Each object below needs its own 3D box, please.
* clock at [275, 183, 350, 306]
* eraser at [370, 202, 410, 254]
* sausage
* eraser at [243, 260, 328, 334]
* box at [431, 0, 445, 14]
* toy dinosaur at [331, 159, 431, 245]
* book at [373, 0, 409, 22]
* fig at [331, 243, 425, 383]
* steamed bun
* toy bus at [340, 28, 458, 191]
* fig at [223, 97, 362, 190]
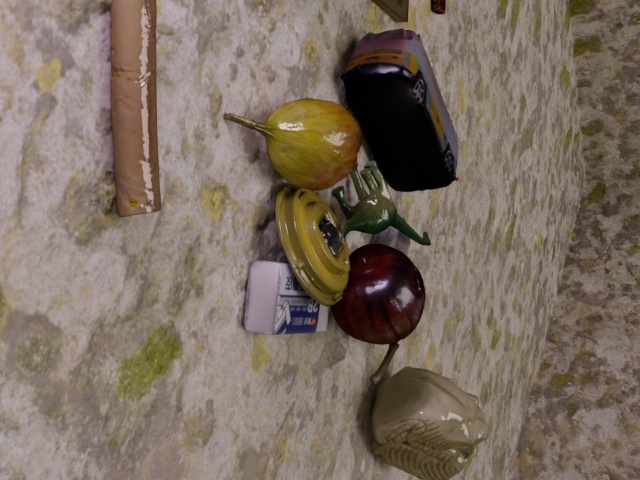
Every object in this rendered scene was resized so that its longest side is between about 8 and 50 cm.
[{"bbox_3d":[0.000,0.000,1.417,0.237,0.057,0.237,49,29,-39],"label":"clock"},{"bbox_3d":[0.135,0.065,1.763,0.352,0.061,0.089,-64,146,-35],"label":"eraser"},{"bbox_3d":[-0.239,-0.182,1.024,0.065,0.065,0.301,-15,106,-61],"label":"sausage"},{"bbox_3d":[-0.051,0.103,1.412,0.210,0.067,0.125,11,83,-63],"label":"eraser"},{"bbox_3d":[0.301,-0.622,2.015,0.051,0.023,0.082,-7,99,-60],"label":"box"},{"bbox_3d":[0.129,-0.014,1.620,0.301,0.087,0.447,65,27,-22],"label":"toy dinosaur"},{"bbox_3d":[0.145,-0.585,1.722,0.231,0.026,0.161,8,86,-62],"label":"book"},{"bbox_3d":[0.133,0.135,1.573,0.250,0.186,0.204,57,24,-30],"label":"fig"},{"bbox_3d":[0.253,0.415,1.846,0.289,0.276,0.203,40,44,-28],"label":"steamed bun"},{"bbox_3d":[0.175,-0.283,1.693,0.386,0.171,0.162,56,36,-49],"label":"toy bus"},{"bbox_3d":[-0.052,-0.178,1.324,0.257,0.159,0.159,10,84,-41],"label":"fig"}]
